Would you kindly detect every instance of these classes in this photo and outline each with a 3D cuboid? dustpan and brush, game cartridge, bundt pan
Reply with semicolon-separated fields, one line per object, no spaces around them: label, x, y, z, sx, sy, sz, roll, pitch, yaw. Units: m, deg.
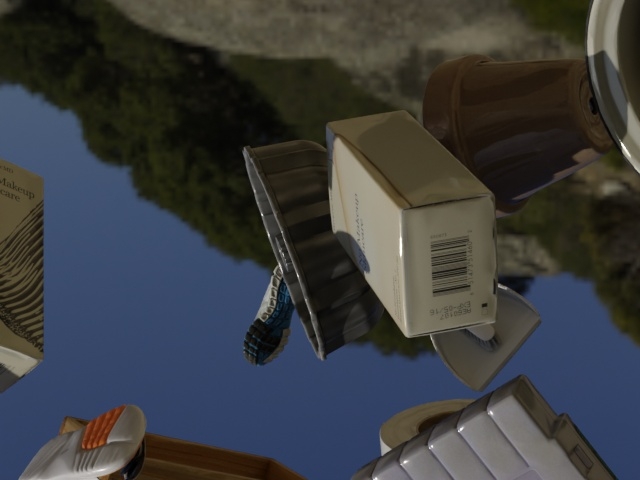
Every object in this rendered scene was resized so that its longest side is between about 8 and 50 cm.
dustpan and brush;0.186;0.093;2.006;0.211;0.147;0.060;39;176;20
game cartridge;0.220;0.319;1.393;0.230;0.355;0.068;-35;-174;25
bundt pan;0.000;0.000;2.055;0.124;0.331;0.331;-19;-164;-5

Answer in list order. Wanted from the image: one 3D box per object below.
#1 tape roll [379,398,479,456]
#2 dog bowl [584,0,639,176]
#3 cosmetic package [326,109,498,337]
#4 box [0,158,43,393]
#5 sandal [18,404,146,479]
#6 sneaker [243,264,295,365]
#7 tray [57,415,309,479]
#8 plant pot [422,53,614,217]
tape roll;0.220;0.370;2.244;0.246;0.169;0.246;-4;-164;1
dog bowl;0.497;-0.212;1.497;0.408;0.408;0.150;7;-155;28
cosmetic package;0.100;-0.028;1.650;0.113;0.160;0.309;-10;-157;-12
box;-0.394;0.034;1.677;0.113;0.275;0.094;24;133;-37
sandal;-0.264;0.264;1.690;0.265;0.076;0.102;-22;-151;51
sneaker;-0.075;0.124;2.427;0.071;0.190;0.083;24;-178;-4
tray;-0.202;0.380;2.292;0.411;0.076;0.203;17;-179;-34
plant pot;0.317;-0.179;2.177;0.229;0.263;0.263;-14;-177;37
